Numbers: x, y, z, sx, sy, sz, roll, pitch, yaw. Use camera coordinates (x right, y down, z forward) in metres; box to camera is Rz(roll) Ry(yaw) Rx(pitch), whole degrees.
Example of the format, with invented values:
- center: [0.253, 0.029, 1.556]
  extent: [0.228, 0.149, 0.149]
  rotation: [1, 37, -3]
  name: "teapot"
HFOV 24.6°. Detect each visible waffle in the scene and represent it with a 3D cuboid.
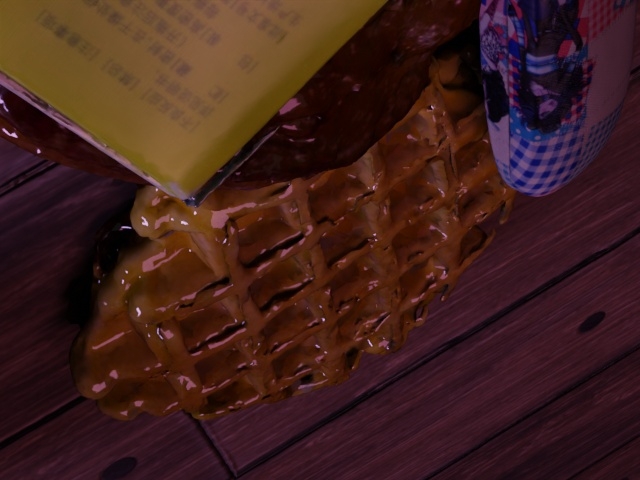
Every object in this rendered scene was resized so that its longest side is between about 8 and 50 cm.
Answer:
- center: [0.000, 0.000, 1.134]
  extent: [0.382, 0.095, 0.379]
  rotation: [-3, 135, -45]
  name: "waffle"

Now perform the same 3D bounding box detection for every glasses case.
- center: [0.166, -0.168, 1.013]
  extent: [0.125, 0.076, 0.327]
  rotation: [-40, 143, -27]
  name: "glasses case"

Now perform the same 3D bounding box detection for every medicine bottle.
- center: [-0.027, -0.156, 0.577]
  extent: [0.250, 0.137, 0.141]
  rotation: [-42, 126, 17]
  name: "medicine bottle"

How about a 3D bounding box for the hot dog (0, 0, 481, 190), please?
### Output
- center: [-0.037, -0.164, 0.774]
  extent: [0.387, 0.174, 0.267]
  rotation: [-4, 130, -40]
  name: "hot dog"
